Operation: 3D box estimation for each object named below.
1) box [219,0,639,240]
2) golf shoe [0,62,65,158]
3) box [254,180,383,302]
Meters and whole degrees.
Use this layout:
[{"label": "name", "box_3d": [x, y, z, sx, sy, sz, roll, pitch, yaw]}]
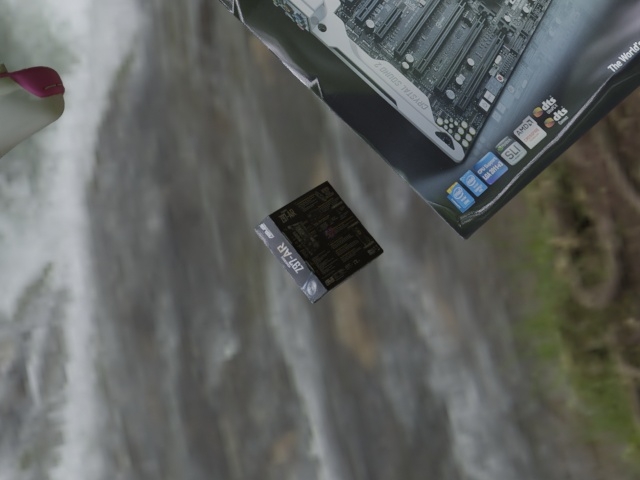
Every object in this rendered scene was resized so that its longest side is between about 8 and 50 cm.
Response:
[{"label": "box", "box_3d": [0.081, -0.172, 0.830, 0.242, 0.076, 0.307, 44, 139, -1]}, {"label": "golf shoe", "box_3d": [-0.297, -0.011, 1.166, 0.140, 0.306, 0.115, 61, -179, -2]}, {"label": "box", "box_3d": [0.000, 0.000, 1.184, 0.067, 0.083, 0.018, 51, 126, 4]}]
